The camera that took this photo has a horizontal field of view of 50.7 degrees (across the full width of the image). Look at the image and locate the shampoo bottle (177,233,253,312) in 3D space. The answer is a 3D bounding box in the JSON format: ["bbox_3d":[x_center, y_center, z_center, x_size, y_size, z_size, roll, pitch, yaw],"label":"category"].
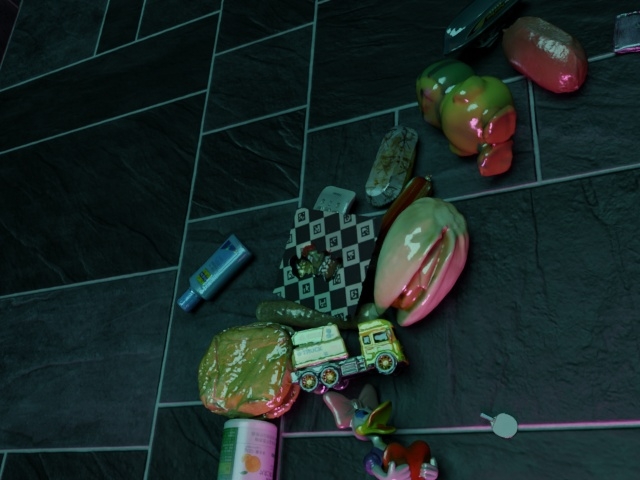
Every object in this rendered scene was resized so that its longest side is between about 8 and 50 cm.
[{"bbox_3d":[-0.312,0.103,1.965,0.258,0.061,0.104,-46,51,2],"label":"shampoo bottle"}]

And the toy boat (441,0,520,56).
[{"bbox_3d":[0.438,-0.601,1.856,0.296,0.122,0.114,-45,30,-11],"label":"toy boat"}]

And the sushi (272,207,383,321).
[{"bbox_3d":[0.025,0.055,1.727,0.290,0.050,0.264,12,85,42],"label":"sushi"}]

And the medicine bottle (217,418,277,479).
[{"bbox_3d":[-0.180,0.572,1.601,0.133,0.133,0.274,-8,63,27],"label":"medicine bottle"}]

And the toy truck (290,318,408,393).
[{"bbox_3d":[0.059,0.263,1.589,0.272,0.124,0.157,-15,73,9],"label":"toy truck"}]

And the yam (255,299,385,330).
[{"bbox_3d":[-0.007,0.189,1.733,0.357,0.081,0.081,-3,65,29],"label":"yam"}]

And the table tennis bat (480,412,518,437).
[{"bbox_3d":[0.382,0.391,1.448,0.083,0.007,0.050,21,78,34],"label":"table tennis bat"}]

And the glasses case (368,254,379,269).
[{"bbox_3d":[0.099,0.044,1.769,0.164,0.041,0.063,1,64,27],"label":"glasses case"}]

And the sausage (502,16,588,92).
[{"bbox_3d":[0.566,-0.477,1.712,0.148,0.148,0.254,-49,54,-1],"label":"sausage"}]

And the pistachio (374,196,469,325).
[{"bbox_3d":[0.233,0.048,1.610,0.193,0.214,0.318,30,90,-6],"label":"pistachio"}]

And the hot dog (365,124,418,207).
[{"bbox_3d":[0.196,-0.206,1.829,0.131,0.069,0.252,0,62,43],"label":"hot dog"}]

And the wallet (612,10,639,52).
[{"bbox_3d":[0.809,-0.515,1.659,0.166,0.030,0.111,1,71,32],"label":"wallet"}]

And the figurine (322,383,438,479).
[{"bbox_3d":[0.151,0.494,1.449,0.193,0.154,0.421,-49,52,45],"label":"figurine"}]

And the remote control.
[{"bbox_3d":[0.000,0.000,1.848,0.109,0.055,0.313,19,81,40],"label":"remote control"}]

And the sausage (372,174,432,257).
[{"bbox_3d":[0.211,-0.073,1.728,0.083,0.083,0.264,24,67,36],"label":"sausage"}]

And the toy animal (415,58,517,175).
[{"bbox_3d":[0.382,-0.336,1.718,0.191,0.216,0.338,-24,47,-16],"label":"toy animal"}]

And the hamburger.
[{"bbox_3d":[-0.174,0.329,1.716,0.283,0.144,0.259,1,64,25],"label":"hamburger"}]
